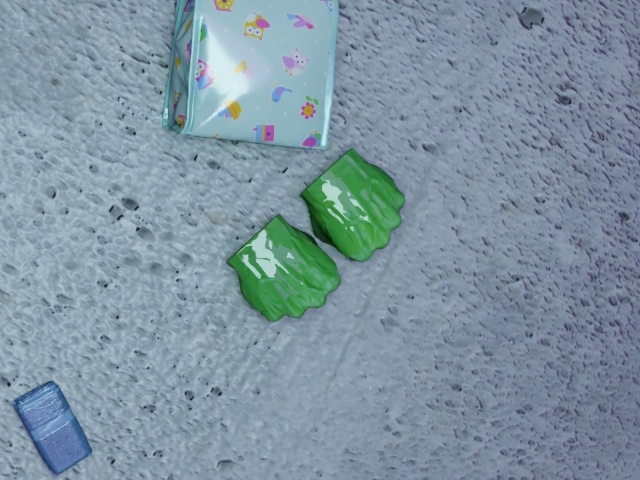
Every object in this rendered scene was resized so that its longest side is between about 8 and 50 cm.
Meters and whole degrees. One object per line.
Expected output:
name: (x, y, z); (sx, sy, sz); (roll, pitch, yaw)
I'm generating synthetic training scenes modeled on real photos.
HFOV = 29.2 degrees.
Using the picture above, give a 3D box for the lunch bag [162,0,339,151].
lunch bag: (-0.095, -0.267, 1.727); (0.223, 0.160, 0.262); (4, 95, -18)

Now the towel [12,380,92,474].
towel: (-0.370, 0.259, 1.704); (0.067, 0.029, 0.119); (-29, 99, -16)

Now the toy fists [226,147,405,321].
toy fists: (0.000, 0.000, 1.796); (0.279, 0.096, 0.142); (-42, 93, -12)
